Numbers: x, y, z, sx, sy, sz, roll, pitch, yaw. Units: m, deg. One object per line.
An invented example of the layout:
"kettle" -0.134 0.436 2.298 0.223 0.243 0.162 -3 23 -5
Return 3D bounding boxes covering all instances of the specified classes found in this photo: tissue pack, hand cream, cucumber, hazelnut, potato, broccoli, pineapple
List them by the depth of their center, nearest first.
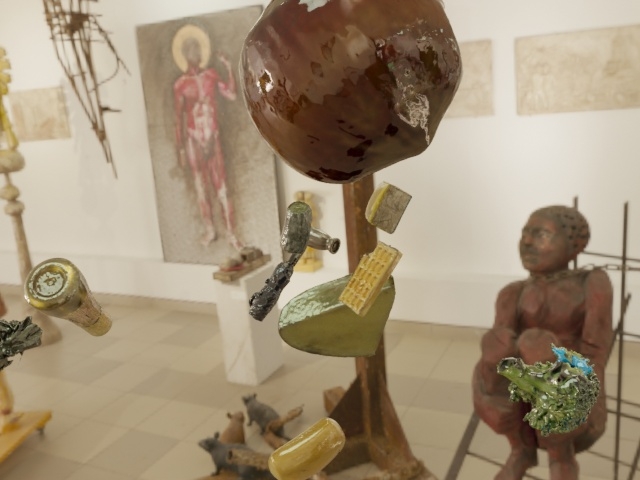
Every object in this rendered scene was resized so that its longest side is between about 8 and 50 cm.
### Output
"pineapple" -0.414 0.154 0.762 0.074 0.074 0.159 5 40 35
"hand cream" -0.383 0.102 0.990 0.084 0.084 0.203 -4 -26 4
"broccoli" 0.371 0.239 1.031 0.160 0.154 0.167 33 23 -5
"hazelnut" 0.045 -0.330 1.192 0.429 0.402 0.402 -40 4 18
"cucumber" -0.050 -0.028 1.338 0.064 0.112 0.064 9 35 -7
"potato" 0.022 0.161 1.449 0.255 0.269 0.112 -2 44 -13
"tissue pack" 0.176 -0.092 1.671 0.082 0.120 0.169 26 8 -4

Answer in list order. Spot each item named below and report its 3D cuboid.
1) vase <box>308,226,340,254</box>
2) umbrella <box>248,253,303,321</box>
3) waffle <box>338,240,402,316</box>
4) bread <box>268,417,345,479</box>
"vase" 0.000 0.000 1.592 0.100 0.053 0.053 21 26 33
"umbrella" -0.116 0.105 1.692 0.071 0.248 0.071 34 2 -1
"waffle" 0.088 0.065 1.117 0.021 0.135 0.092 32 -1 -27
"bread" -0.030 0.569 1.665 0.217 0.147 0.098 -34 54 -11
